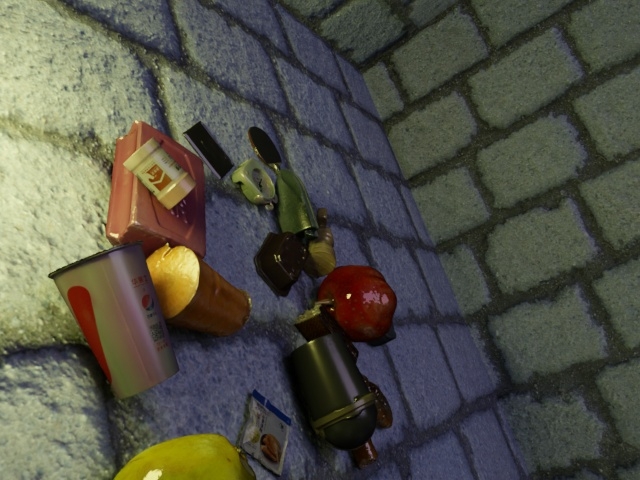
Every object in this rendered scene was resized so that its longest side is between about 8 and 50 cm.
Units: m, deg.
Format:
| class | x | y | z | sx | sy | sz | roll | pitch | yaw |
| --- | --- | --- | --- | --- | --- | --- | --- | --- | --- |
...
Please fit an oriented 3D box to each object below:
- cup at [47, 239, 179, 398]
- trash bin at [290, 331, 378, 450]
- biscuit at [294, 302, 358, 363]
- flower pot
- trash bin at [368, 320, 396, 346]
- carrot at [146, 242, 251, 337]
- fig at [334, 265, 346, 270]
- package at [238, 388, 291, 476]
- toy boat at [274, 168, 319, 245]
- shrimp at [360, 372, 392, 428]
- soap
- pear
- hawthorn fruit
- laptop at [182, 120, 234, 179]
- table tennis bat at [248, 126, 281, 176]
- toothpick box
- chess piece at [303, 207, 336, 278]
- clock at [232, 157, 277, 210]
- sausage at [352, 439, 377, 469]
| class | x | y | z | sx | sy | sz | roll | pitch | yaw |
| --- | --- | --- | --- | --- | --- | --- | --- | --- | --- |
| cup | -0.414 | 0.168 | 1.063 | 0.203 | 0.203 | 0.288 | -26 | 93 | -63 |
| trash bin | 0.051 | 0.464 | 1.545 | 0.214 | 0.214 | 0.334 | 10 | 53 | -58 |
| biscuit | 0.022 | 0.332 | 1.735 | 0.252 | 0.106 | 0.070 | 54 | 26 | -15 |
| flower pot | -0.121 | 0.065 | 1.766 | 0.179 | 0.084 | 0.251 | 52 | 27 | -18 |
| trash bin | 0.230 | 0.322 | 2.123 | 0.177 | 0.101 | 0.236 | 41 | 31 | -32 |
| carrot | -0.313 | 0.145 | 1.275 | 0.254 | 0.196 | 0.196 | 47 | 27 | -55 |
| fig | 0.084 | 0.137 | 2.073 | 0.088 | 0.074 | 0.074 | 17 | 49 | -34 |
| package | -0.144 | 0.511 | 1.358 | 0.171 | 0.027 | 0.173 | 47 | 33 | -27 |
| toy boat | -0.102 | -0.136 | 1.925 | 0.092 | 0.141 | 0.319 | 13 | 54 | -55 |
| shrimp | 0.189 | 0.558 | 1.861 | 0.287 | 0.063 | 0.152 | 60 | 24 | -11 |
| soap | -0.429 | -0.111 | 1.347 | 0.233 | 0.128 | 0.359 | 31 | 38 | -44 |
| pear | -0.259 | 0.501 | 0.931 | 0.269 | 0.269 | 0.321 | 54 | 46 | -14 |
| hawthorn fruit | 0.107 | 0.228 | 1.848 | 0.330 | 0.287 | 0.287 | 7 | 56 | -37 |
| laptop | -0.379 | -0.310 | 1.745 | 0.197 | 0.016 | 0.135 | 52 | 29 | -18 |
| table tennis bat | -0.199 | -0.336 | 2.081 | 0.301 | 0.022 | 0.173 | 61 | 26 | 1 |
| toothpick box | -0.383 | -0.159 | 1.222 | 0.149 | 0.098 | 0.098 | 48 | 29 | -18 |
| chess piece | 0.000 | 0.000 | 1.997 | 0.137 | 0.137 | 0.301 | 46 | 27 | -28 |
| clock | -0.228 | -0.196 | 1.850 | 0.191 | 0.062 | 0.151 | 53 | 27 | -17 |
| sausage | 0.118 | 0.593 | 1.685 | 0.103 | 0.076 | 0.302 | 18 | 50 | -45 |
